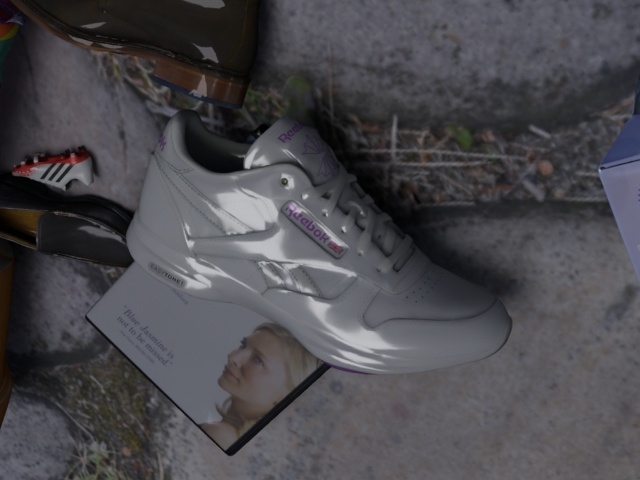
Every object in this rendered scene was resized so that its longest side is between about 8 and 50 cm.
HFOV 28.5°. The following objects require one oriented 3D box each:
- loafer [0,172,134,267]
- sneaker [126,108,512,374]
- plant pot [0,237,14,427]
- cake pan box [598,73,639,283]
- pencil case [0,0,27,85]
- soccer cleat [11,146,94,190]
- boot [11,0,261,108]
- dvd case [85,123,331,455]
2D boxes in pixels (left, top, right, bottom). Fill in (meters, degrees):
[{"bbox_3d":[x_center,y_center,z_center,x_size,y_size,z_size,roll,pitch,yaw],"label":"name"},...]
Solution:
[{"bbox_3d":[-0.230,-0.007,1.103,0.170,0.061,0.062,15,123,19],"label":"loafer"},{"bbox_3d":[0.000,0.000,0.926,0.305,0.114,0.152,20,117,10],"label":"sneaker"},{"bbox_3d":[-0.369,0.077,1.154,0.205,0.205,0.188,28,112,11],"label":"plant pot"},{"bbox_3d":[0.261,0.008,0.737,0.070,0.246,0.267,-14,111,33],"label":"cake pan box"},{"bbox_3d":[-0.312,-0.100,1.032,0.104,0.104,0.236,26,111,12],"label":"pencil case"},{"bbox_3d":[-0.233,-0.059,1.096,0.083,0.029,0.036,-7,110,26],"label":"soccer cleat"},{"bbox_3d":[-0.135,-0.188,0.956,0.219,0.082,0.106,25,105,17],"label":"boot"},{"bbox_3d":[-0.062,0.049,1.047,0.180,0.022,0.253,45,118,-2],"label":"dvd case"}]
